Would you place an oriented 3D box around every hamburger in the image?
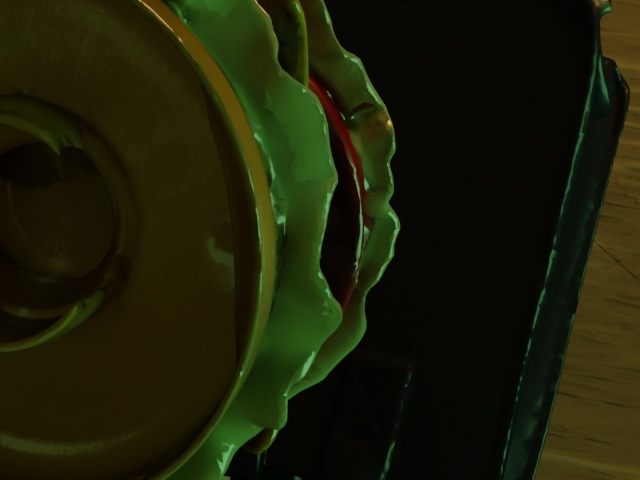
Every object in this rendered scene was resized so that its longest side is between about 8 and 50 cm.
[{"bbox_3d":[-0.100,-0.025,0.803,0.212,0.274,0.274,-33,131,-69],"label":"hamburger"}]

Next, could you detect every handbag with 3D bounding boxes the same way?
[{"bbox_3d":[0.000,0.000,1.035,0.122,0.303,0.329,44,58,-64],"label":"handbag"}]
